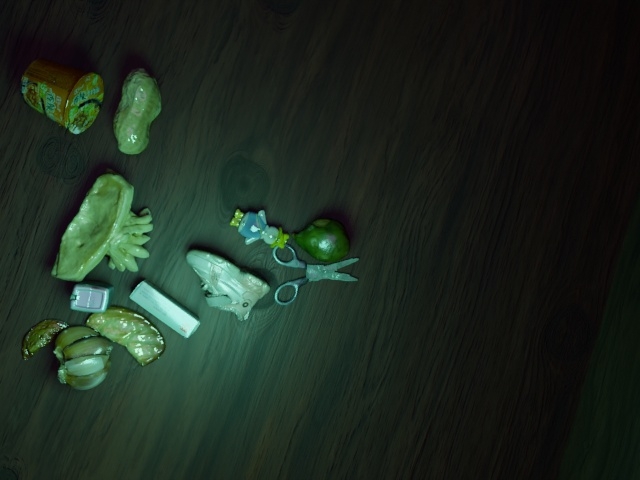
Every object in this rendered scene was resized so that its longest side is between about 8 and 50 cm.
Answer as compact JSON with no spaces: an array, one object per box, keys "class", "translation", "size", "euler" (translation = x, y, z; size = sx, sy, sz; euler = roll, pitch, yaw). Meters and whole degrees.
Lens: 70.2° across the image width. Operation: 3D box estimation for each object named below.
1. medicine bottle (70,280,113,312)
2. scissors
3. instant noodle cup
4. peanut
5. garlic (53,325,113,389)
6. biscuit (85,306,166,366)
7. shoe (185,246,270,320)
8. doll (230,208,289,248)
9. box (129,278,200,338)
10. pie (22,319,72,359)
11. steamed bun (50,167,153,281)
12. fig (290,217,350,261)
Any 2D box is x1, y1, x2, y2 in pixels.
[{"class":"medicine bottle","translation":[-0.808,0.197,1.625],"size":[0.119,0.188,0.095],"euler":[10,88,-16]},{"class":"scissors","translation":[-0.015,0.131,1.937],"size":[0.383,0.029,0.256],"euler":[-4,90,-15]},{"class":"instant noodle cup","translation":[-0.901,-0.512,1.584],"size":[0.182,0.230,0.230],"euler":[24,84,-6]},{"class":"peanut","translation":[-0.680,-0.474,1.686],"size":[0.149,0.149,0.314],"euler":[18,86,-16]},{"class":"garlic","translation":[-0.855,0.424,1.637],"size":[0.191,0.214,0.160],"euler":[-8,123,-39]},{"class":"biscuit","translation":[-0.723,0.346,1.727],"size":[0.299,0.045,0.154],"euler":[42,81,-12]},{"class":"shoe","translation":[-0.379,0.168,1.759],"size":[0.350,0.172,0.198],"euler":[31,85,-12]},{"class":"doll","translation":[-0.241,-0.042,1.836],"size":[0.240,0.098,0.135],"euler":[27,61,-16]},{"class":"box","translation":[-0.582,0.255,1.720],"size":[0.269,0.135,0.079],"euler":[40,80,-13]},{"class":"pie","translation":[-1.011,0.347,1.651],"size":[0.191,0.033,0.088],"euler":[-35,96,-13]},{"class":"steamed bun","translation":[-0.757,-0.026,1.662],"size":[0.247,0.189,0.428],"euler":[18,81,15]},{"class":"fig","translation":[0.000,0.000,1.877],"size":[0.244,0.195,0.196],"euler":[-5,93,18]}]
